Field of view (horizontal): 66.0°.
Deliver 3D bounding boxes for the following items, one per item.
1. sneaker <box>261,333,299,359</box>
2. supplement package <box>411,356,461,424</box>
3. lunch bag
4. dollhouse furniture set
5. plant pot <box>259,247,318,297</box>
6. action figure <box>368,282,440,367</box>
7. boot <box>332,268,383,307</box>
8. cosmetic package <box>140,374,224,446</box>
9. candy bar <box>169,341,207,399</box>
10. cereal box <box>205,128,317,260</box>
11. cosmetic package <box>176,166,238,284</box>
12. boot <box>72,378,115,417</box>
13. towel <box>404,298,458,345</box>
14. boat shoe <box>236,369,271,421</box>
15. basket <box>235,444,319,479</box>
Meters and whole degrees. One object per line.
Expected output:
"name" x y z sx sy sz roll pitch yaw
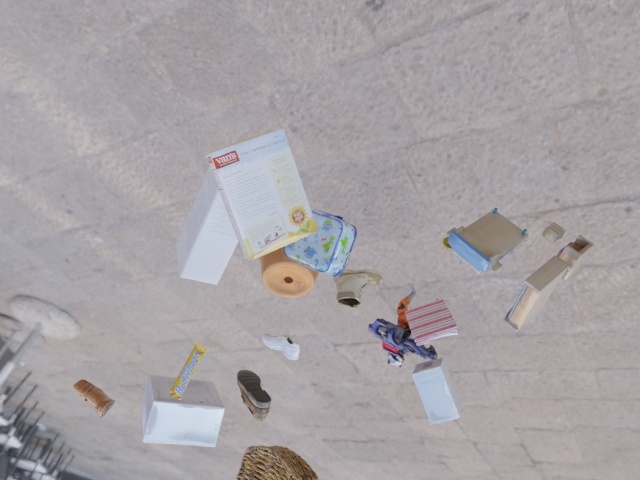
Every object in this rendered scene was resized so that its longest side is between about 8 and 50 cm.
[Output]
"sneaker" -0.125 0.327 1.590 0.152 0.054 0.061 21 105 30
"supplement package" 0.392 0.504 1.659 0.105 0.105 0.179 -22 87 19
"lunch bag" 0.000 0.000 1.480 0.219 0.176 0.090 21 -178 44
"dollhouse furniture set" 0.542 0.050 1.428 0.303 0.286 0.198 44 150 30
"plant pot" -0.118 0.086 1.952 0.291 0.203 0.291 2 131 3
"action figure" 0.386 0.377 2.007 0.341 0.330 0.178 30 179 44
"boot" 0.159 0.195 1.982 0.213 0.165 0.077 4 131 -9
"cosmetic package" -0.451 0.545 1.593 0.225 0.138 0.224 13 -179 -23
"candy bar" -0.345 0.341 1.285 0.018 0.161 0.040 -29 116 37
"cereal box" -0.121 -0.100 1.056 0.047 0.173 0.240 8 119 64
"cosmetic package" -0.399 -0.082 1.897 0.161 0.230 0.453 16 117 -29
"boot" -0.817 0.558 1.761 0.152 0.073 0.197 41 153 -8
"towel" 0.365 0.269 1.636 0.144 0.197 0.029 -18 111 6
"boat shoe" -0.314 0.692 2.213 0.111 0.104 0.307 6 -167 -24
"basket" -0.110 0.812 1.649 0.223 0.213 0.299 26 165 -37
